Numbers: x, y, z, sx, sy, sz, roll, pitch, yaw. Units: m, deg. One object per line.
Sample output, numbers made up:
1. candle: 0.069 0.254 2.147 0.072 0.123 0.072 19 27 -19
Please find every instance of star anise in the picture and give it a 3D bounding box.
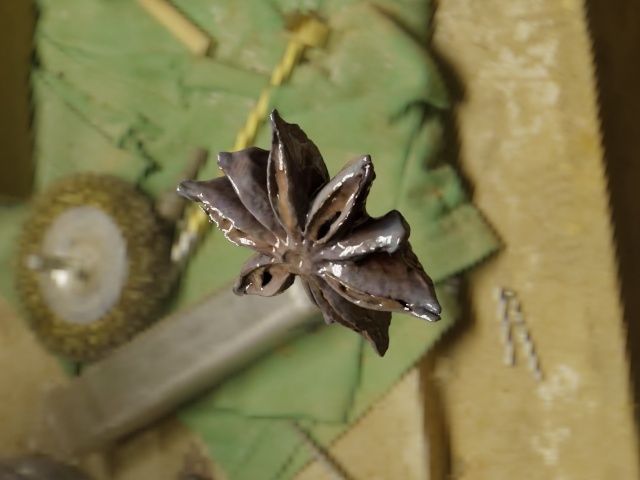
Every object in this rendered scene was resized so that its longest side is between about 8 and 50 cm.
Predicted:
1. star anise: 0.000 0.000 1.312 0.182 0.065 0.195 50 138 -9
